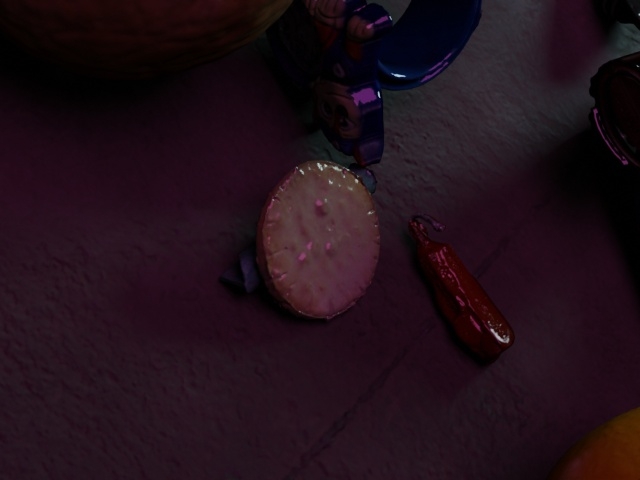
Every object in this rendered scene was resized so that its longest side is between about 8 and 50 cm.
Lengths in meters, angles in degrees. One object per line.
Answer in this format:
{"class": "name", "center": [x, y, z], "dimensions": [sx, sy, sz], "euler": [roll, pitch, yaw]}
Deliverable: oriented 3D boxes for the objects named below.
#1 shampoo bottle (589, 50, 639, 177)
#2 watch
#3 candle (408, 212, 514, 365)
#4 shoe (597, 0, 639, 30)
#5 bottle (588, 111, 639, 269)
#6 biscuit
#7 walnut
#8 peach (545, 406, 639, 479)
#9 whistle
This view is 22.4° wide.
{"class": "shampoo bottle", "center": [0.386, -0.150, 1.672], "dimensions": [0.323, 0.084, 0.129], "euler": [-20, 80, -54]}
{"class": "watch", "center": [0.058, -0.219, 1.562], "dimensions": [0.200, 0.196, 0.171], "euler": [-29, 50, -24]}
{"class": "candle", "center": [0.130, 0.044, 1.553], "dimensions": [0.053, 0.048, 0.162], "euler": [-32, 82, -15]}
{"class": "shoe", "center": [0.335, -0.278, 1.799], "dimensions": [0.071, 0.049, 0.179], "euler": [2, 48, -29]}
{"class": "bottle", "center": [0.347, -0.035, 1.674], "dimensions": [0.082, 0.072, 0.244], "euler": [-1, 67, -44]}
{"class": "biscuit", "center": [0.000, 0.000, 1.495], "dimensions": [0.152, 0.020, 0.152], "euler": [-1, 91, -40]}
{"class": "walnut", "center": [-0.158, -0.295, 1.422], "dimensions": [0.332, 0.333, 0.333], "euler": [10, 64, -20]}
{"class": "peach", "center": [0.332, 0.271, 1.410], "dimensions": [0.308, 0.289, 0.289], "euler": [-24, 79, -24]}
{"class": "whistle", "center": [-0.019, -0.011, 1.517], "dimensions": [0.186, 0.039, 0.039], "euler": [-39, 86, -33]}
